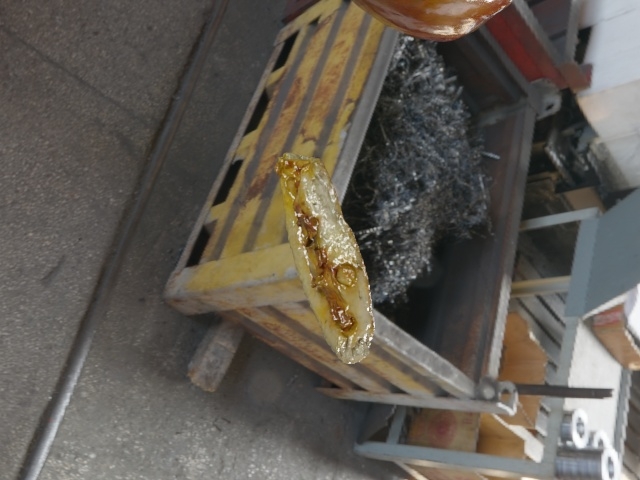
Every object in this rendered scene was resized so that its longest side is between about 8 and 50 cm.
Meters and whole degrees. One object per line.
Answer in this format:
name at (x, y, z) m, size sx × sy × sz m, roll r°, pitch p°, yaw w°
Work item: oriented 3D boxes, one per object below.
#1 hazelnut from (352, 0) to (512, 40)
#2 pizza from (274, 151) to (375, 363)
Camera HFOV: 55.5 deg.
hazelnut at (0.166, -0.475, 0.908) m, size 0.365 × 0.365 × 0.366 m, roll 11°, pitch 74°, yaw -42°
pizza at (0.000, 0.000, 0.871) m, size 0.073 × 0.182 × 0.365 m, roll -10°, pitch 65°, yaw -12°
